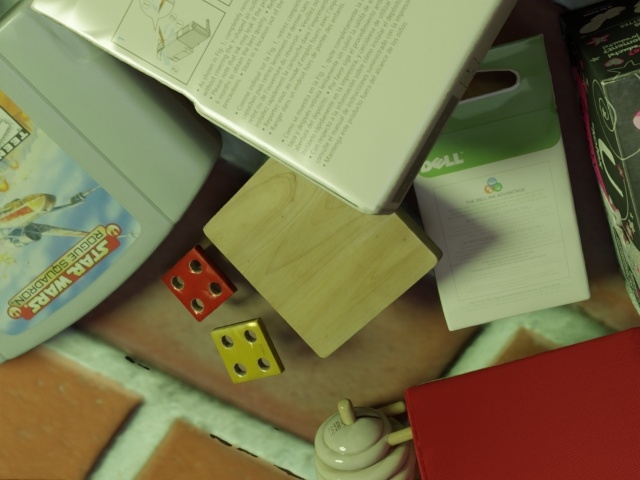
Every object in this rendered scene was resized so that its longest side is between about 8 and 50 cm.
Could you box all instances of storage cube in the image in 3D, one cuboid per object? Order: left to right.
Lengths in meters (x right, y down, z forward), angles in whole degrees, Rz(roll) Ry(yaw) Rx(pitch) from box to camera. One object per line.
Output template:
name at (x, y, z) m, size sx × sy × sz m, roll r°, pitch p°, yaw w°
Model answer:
storage cube at (0.187, 0.208, 0.901) m, size 0.215 × 0.193 × 0.183 m, roll -17°, pitch 141°, yaw 6°

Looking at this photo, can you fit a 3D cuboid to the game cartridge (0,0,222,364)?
game cartridge at (-0.226, -0.028, 0.879) m, size 0.297 × 0.062 × 0.198 m, roll -38°, pitch 108°, yaw 16°

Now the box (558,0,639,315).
box at (0.278, -0.047, 0.831) m, size 0.163 × 0.142 × 0.247 m, roll -18°, pitch 116°, yaw 7°

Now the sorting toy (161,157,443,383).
sorting toy at (0.000, 0.000, 0.874) m, size 0.132 × 0.046 × 0.274 m, roll 47°, pitch 125°, yaw 0°

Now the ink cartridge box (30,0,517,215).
ink cartridge box at (0.003, -0.206, 0.749) m, size 0.261 × 0.066 × 0.296 m, roll 32°, pitch 98°, yaw 11°

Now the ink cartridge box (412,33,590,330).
ink cartridge box at (0.121, -0.046, 0.872) m, size 0.109 × 0.062 × 0.209 m, roll -13°, pitch 116°, yaw 6°

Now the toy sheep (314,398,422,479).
toy sheep at (0.037, 0.174, 0.971) m, size 0.091 × 0.091 × 0.132 m, roll -15°, pitch 120°, yaw 6°
